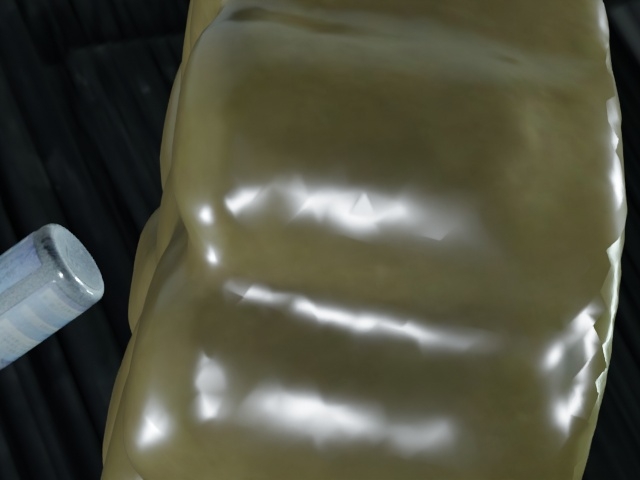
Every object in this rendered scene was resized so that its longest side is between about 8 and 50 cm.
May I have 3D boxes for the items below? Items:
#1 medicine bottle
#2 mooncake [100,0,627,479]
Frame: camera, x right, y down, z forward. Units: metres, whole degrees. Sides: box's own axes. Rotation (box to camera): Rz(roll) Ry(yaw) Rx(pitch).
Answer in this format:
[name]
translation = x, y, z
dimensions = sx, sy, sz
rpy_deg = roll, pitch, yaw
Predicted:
[medicine bottle]
translation = -0.290, 0.071, 1.189
dimensions = 0.203, 0.083, 0.083
rpy_deg = -33, 162, 8
[mooncake]
translation = 0.000, 0.000, 0.711
dimensions = 0.200, 0.379, 0.378
rpy_deg = 7, 155, -11
